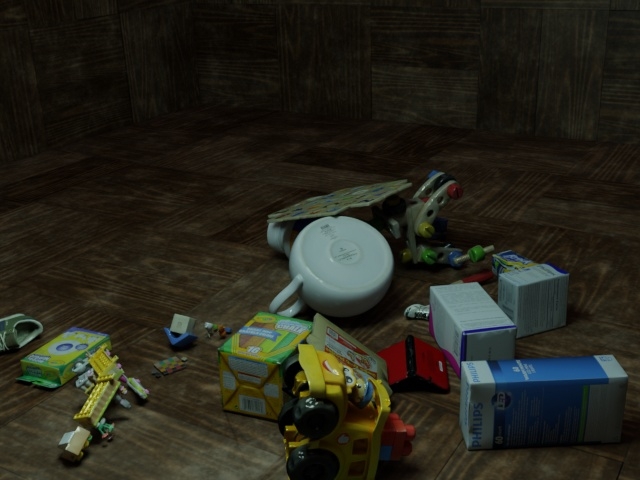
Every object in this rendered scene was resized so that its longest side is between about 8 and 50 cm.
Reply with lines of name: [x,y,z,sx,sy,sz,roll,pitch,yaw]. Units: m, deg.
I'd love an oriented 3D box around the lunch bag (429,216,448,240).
lunch bag: [0.308,-0.034,2.189,0.067,0.065,0.098,-1,14,-44]

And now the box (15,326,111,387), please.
box: [-0.529,0.241,1.611,0.105,0.043,0.179,7,25,23]

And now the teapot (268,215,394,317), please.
teapot: [0.035,0.084,1.776,0.256,0.187,0.252,15,50,-2]

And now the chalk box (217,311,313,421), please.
chalk box: [-0.083,0.224,1.486,0.132,0.132,0.213,7,24,22]

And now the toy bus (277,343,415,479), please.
toy bus: [0.046,0.281,1.232,0.211,0.220,0.149,1,25,-9]

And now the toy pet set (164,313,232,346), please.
toy pet set: [-0.274,0.202,1.690,0.122,0.065,0.114,10,-10,22]

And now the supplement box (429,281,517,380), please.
supplement box: [0.302,0.180,1.587,0.114,0.111,0.220,-6,22,-9]

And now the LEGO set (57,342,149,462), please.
LEGO set: [-0.386,0.296,1.432,0.132,0.107,0.287,-37,27,6]

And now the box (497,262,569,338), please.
box: [0.456,0.128,1.684,0.137,0.126,0.072,-10,21,-21]

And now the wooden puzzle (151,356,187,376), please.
wooden puzzle: [-0.307,0.256,1.597,0.083,0.006,0.049,-17,26,-32]

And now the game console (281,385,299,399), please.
game console: [0.007,0.288,1.375,0.071,0.122,0.107,-44,56,-3]

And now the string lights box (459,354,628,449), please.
string lights box: [0.370,0.272,1.319,0.259,0.133,0.077,-2,22,-1]

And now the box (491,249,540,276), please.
box: [0.491,0.079,1.899,0.059,0.054,0.169,-13,25,-24]

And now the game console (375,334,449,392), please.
game console: [0.176,0.258,1.537,0.124,0.085,0.144,28,22,-7]

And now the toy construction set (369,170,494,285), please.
toy construction set: [0.253,0.002,1.933,0.237,0.257,0.309,-18,56,-21]

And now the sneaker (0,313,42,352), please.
sneaker: [-0.683,0.207,1.675,0.086,0.064,0.192,7,20,34]

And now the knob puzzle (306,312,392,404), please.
knob puzzle: [0.047,0.234,1.418,0.213,0.030,0.213,35,21,-15]

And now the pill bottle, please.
pill bottle: [0.000,0.000,2.013,0.272,0.152,0.152,13,26,34]

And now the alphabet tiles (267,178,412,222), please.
alphabet tiles: [0.043,-0.096,1.928,0.342,0.011,0.285,-5,15,44]

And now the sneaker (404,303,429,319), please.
sneaker: [0.229,0.161,1.748,0.083,0.032,0.037,-7,22,-11]
